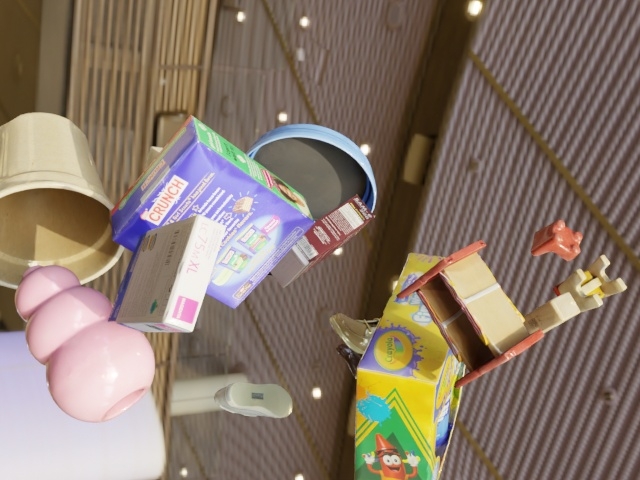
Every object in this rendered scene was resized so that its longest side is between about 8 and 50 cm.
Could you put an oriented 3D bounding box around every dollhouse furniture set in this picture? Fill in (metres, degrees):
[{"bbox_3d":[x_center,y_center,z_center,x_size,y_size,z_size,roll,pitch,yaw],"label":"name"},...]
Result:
[{"bbox_3d":[0.351,0.091,1.527,0.201,0.374,0.152,60,-38,12],"label":"dollhouse furniture set"}]

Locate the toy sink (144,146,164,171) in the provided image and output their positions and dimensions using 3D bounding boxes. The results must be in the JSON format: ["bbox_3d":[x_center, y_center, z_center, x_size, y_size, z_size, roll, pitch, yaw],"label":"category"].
[{"bbox_3d":[-0.315,-0.133,2.110,0.131,0.234,0.153,32,-70,42],"label":"toy sink"}]

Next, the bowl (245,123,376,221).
[{"bbox_3d":[-0.037,-0.156,2.333,0.077,0.391,0.391,-78,-164,-45],"label":"bowl"}]

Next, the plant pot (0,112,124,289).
[{"bbox_3d":[-0.617,-0.109,1.878,0.334,0.333,0.306,-61,-145,39],"label":"plant pot"}]

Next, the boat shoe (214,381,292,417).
[{"bbox_3d":[-0.164,0.387,2.047,0.081,0.227,0.079,-16,-116,37],"label":"boat shoe"}]

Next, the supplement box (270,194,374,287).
[{"bbox_3d":[0.000,0.000,1.903,0.073,0.239,0.130,52,-37,6],"label":"supplement box"}]

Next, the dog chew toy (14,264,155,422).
[{"bbox_3d":[-0.471,0.186,1.630,0.332,0.206,0.207,50,-44,14],"label":"dog chew toy"}]

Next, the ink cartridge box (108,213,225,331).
[{"bbox_3d":[-0.274,0.065,1.466,0.311,0.065,0.186,-9,-119,58],"label":"ink cartridge box"}]

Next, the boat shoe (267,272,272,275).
[{"bbox_3d":[-0.205,0.051,1.935,0.102,0.285,0.092,-31,-110,43],"label":"boat shoe"}]

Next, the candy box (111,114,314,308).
[{"bbox_3d":[-0.218,-0.049,1.703,0.268,0.317,0.122,-46,-145,13],"label":"candy box"}]

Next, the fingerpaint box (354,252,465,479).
[{"bbox_3d":[0.207,0.298,1.778,0.163,0.445,0.371,9,-60,16],"label":"fingerpaint box"}]

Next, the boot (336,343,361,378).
[{"bbox_3d":[0.111,0.314,2.239,0.114,0.106,0.037,50,-35,37],"label":"boot"}]

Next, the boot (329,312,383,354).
[{"bbox_3d":[0.167,0.209,2.146,0.203,0.262,0.095,-43,-144,16],"label":"boot"}]
